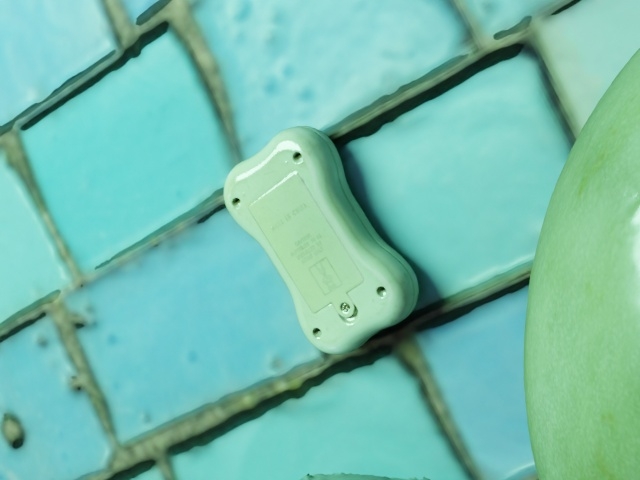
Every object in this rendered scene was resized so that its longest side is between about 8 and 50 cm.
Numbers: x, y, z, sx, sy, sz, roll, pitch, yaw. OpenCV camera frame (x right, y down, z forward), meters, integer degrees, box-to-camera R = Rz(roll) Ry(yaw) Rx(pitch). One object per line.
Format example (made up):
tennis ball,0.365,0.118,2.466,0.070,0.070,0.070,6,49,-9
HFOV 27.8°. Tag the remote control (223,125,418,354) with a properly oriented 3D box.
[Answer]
remote control,0.000,0.000,0.709,0.074,0.032,0.122,-33,86,31

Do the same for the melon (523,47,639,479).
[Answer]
melon,0.201,0.036,0.480,0.272,0.272,0.308,24,141,22

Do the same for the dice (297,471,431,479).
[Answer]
dice,0.016,0.301,0.641,0.265,0.268,0.262,33,116,18
